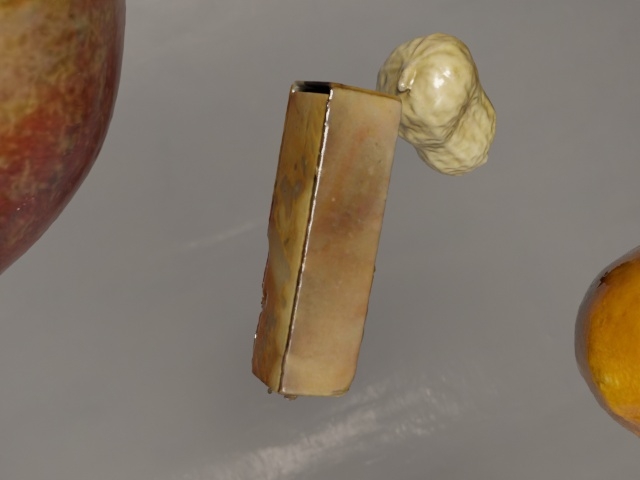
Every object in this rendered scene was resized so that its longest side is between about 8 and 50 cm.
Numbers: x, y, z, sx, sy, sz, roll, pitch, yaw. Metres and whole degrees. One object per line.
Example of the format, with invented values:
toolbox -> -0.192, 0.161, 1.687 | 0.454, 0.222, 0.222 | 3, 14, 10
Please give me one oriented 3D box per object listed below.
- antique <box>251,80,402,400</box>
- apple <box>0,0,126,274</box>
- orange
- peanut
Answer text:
antique -> 0.000, 0.000, 0.926 | 0.087, 0.310, 0.093 | 6, 7, -28
apple -> -0.253, -0.103, 0.382 | 0.348, 0.348, 0.277 | -32, 53, -26
orange -> 0.407, 0.105, 0.996 | 0.261, 0.261, 0.261 | -15, 26, 8
peanut -> 0.161, -0.193, 1.289 | 0.143, 0.291, 0.159 | -43, 64, 4
